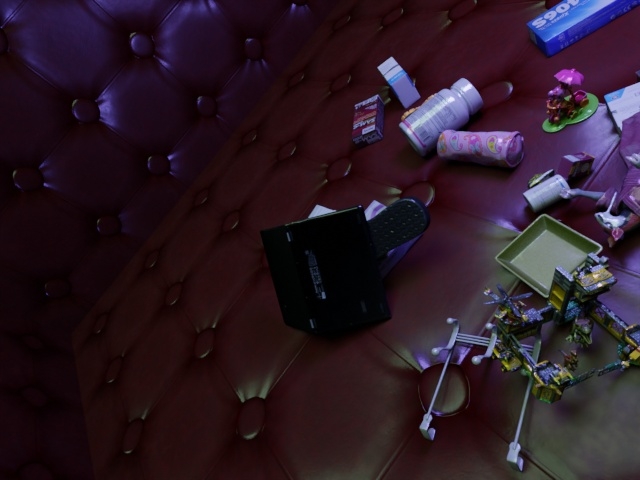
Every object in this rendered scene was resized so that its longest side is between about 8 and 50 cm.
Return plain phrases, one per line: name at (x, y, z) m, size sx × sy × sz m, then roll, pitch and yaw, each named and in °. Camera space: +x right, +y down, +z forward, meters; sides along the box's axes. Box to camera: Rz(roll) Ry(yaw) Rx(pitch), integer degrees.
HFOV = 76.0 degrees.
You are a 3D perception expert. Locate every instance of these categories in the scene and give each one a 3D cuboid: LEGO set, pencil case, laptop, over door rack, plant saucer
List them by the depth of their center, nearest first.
LEGO set at (0.541, 0.171, 0.877) m, size 0.332 × 0.192 × 0.254 m, roll -15°, pitch 41°, yaw 1°
over door rack at (0.391, 0.353, 1.011) m, size 0.240 × 0.108 × 0.324 m, roll 1°, pitch 60°, yaw 43°
plant saucer at (0.610, 0.045, 1.104) m, size 0.188 × 0.045 × 0.188 m, roll -45°, pitch 40°, yaw 6°
pencil case at (0.539, -0.320, 1.400) m, size 0.284 × 0.124 × 0.124 m, roll 22°, pitch 75°, yaw 50°
laptop at (-0.003, 0.107, 1.438) m, size 0.408 × 0.381 × 0.236 m, roll -14°, pitch 4°, yaw 7°

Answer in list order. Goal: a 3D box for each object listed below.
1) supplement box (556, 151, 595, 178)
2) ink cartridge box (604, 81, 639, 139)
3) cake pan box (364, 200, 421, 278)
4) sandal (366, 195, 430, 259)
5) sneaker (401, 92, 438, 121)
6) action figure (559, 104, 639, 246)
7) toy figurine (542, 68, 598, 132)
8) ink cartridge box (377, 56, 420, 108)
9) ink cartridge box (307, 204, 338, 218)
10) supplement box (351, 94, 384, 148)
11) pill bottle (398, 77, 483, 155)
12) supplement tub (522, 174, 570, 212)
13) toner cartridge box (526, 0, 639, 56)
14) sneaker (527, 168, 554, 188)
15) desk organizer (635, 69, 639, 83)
supplement box at (0.727, -0.215, 1.167) m, size 0.083 × 0.054 × 0.043 m, roll -13°, pitch 38°, yaw -16°
ink cartridge box at (0.889, -0.355, 1.156) m, size 0.104 × 0.060 × 0.180 m, roll -17°, pitch 49°, yaw 32°
cake pan box at (0.197, 0.007, 1.491) m, size 0.267 × 0.070 × 0.246 m, roll -49°, pitch 38°, yaw 1°
sandal at (0.172, -0.004, 1.373) m, size 0.446 × 0.107 × 0.167 m, roll -25°, pitch 90°, yaw 35°
sneaker at (0.443, -0.523, 1.685) m, size 0.215 × 0.084 × 0.083 m, roll -30°, pitch 57°, yaw 26°
action figure at (0.813, -0.146, 1.017) m, size 0.248 × 0.276 × 0.369 m, roll -110°, pitch 43°, yaw -87°
toy figurine at (0.756, -0.449, 1.273) m, size 0.173 × 0.159 × 0.130 m, roll -39°, pitch 41°, yaw 13°
ink cartridge box at (0.354, -0.717, 1.854) m, size 0.086 × 0.148 × 0.203 m, roll -34°, pitch 43°, yaw 19°
ink cartridge box at (0.000, 0.000, 1.678) m, size 0.239 × 0.060 × 0.275 m, roll 23°, pitch 77°, yaw 50°
supplement box at (0.222, -0.553, 1.903) m, size 0.130 × 0.073 × 0.239 m, roll -16°, pitch 51°, yaw 32°
pill bottle at (0.456, -0.467, 1.556) m, size 0.283 × 0.160 × 0.160 m, roll -37°, pitch 41°, yaw 13°
supplement tub at (0.655, -0.135, 1.186) m, size 0.107 × 0.071 × 0.071 m, roll -32°, pitch 43°, yaw 20°
toner cartridge box at (0.948, -0.819, 1.457) m, size 0.348 × 0.075 × 0.165 m, roll -28°, pitch 45°, yaw 23°
sneaker at (0.670, -0.193, 1.248) m, size 0.083 × 0.031 × 0.035 m, roll -37°, pitch 41°, yaw 14°
desk organizer at (0.993, -0.491, 1.177) m, size 0.130 × 0.050 × 0.047 m, roll -26°, pitch 45°, yaw 24°
